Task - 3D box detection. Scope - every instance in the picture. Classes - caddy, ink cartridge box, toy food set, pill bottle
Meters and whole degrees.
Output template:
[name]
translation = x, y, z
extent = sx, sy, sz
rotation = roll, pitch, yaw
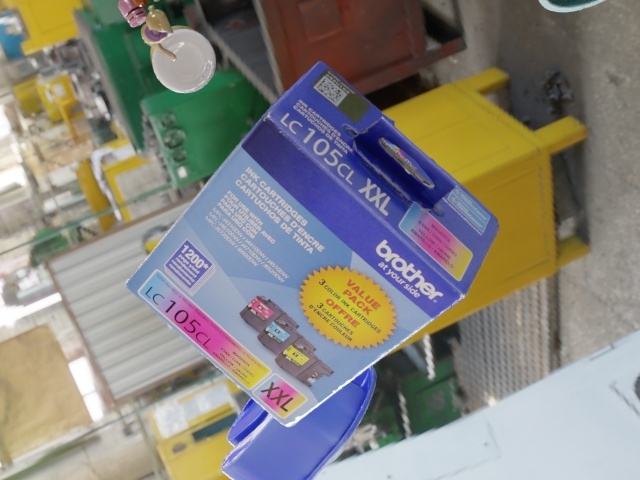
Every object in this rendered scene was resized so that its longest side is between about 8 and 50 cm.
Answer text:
[caddy]
translation = -0.032, 0.349, 1.756
extent = 0.179, 0.341, 0.241
rotation = 36, -165, -11
[ink cartridge box]
translation = 0.000, 0.000, 1.027
extent = 0.270, 0.151, 0.395
rotation = 41, 130, -5
[toy food set]
translation = -0.164, -0.221, 0.849
extent = 0.078, 0.019, 0.122
rotation = 37, 147, 39
[pill bottle]
translation = -0.148, -0.195, 0.999
extent = 0.116, 0.065, 0.065
rotation = -125, 14, -71

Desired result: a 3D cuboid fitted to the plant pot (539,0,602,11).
[plant pot]
translation = 0.463, -0.662, 1.717
extent = 0.341, 0.341, 0.334
rotation = 94, 151, -66
